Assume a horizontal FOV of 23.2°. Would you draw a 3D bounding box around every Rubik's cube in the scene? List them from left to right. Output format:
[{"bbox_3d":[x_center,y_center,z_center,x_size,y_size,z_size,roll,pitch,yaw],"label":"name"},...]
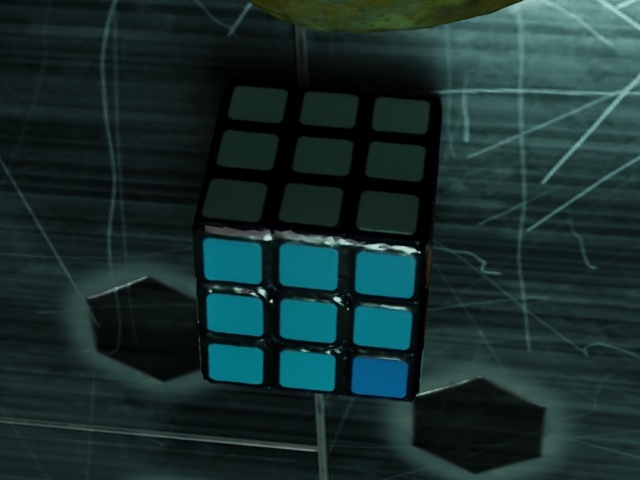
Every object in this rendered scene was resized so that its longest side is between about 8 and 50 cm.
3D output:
[{"bbox_3d":[0.000,0.000,1.114,0.162,0.163,0.160,4,134,3],"label":"Rubik's cube"}]

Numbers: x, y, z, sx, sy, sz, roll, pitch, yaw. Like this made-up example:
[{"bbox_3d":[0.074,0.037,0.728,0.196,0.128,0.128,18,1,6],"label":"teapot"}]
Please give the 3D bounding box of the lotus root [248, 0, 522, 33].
[{"bbox_3d":[0.005,-0.232,0.907,0.260,0.149,0.267,-15,125,23],"label":"lotus root"}]
